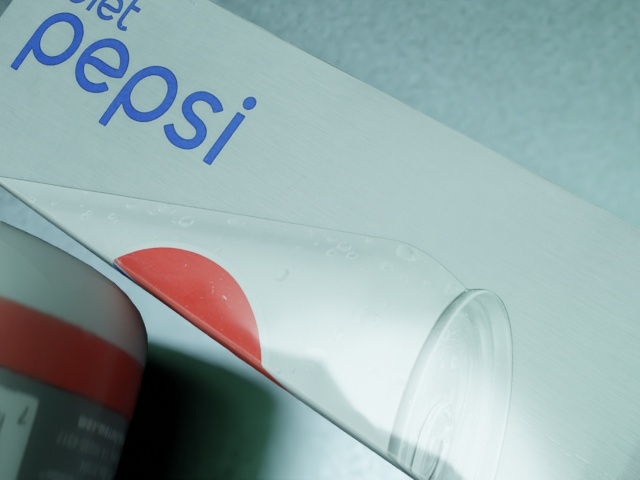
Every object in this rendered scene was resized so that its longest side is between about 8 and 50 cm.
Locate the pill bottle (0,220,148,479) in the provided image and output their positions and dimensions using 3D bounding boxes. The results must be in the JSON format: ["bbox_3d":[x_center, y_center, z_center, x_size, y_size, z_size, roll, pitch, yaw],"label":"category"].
[{"bbox_3d":[-0.196,0.165,0.366,0.210,0.210,0.363,8,74,23],"label":"pill bottle"}]

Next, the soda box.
[{"bbox_3d":[0.000,0.000,0.419,0.286,0.091,0.098,32,85,27],"label":"soda box"}]
